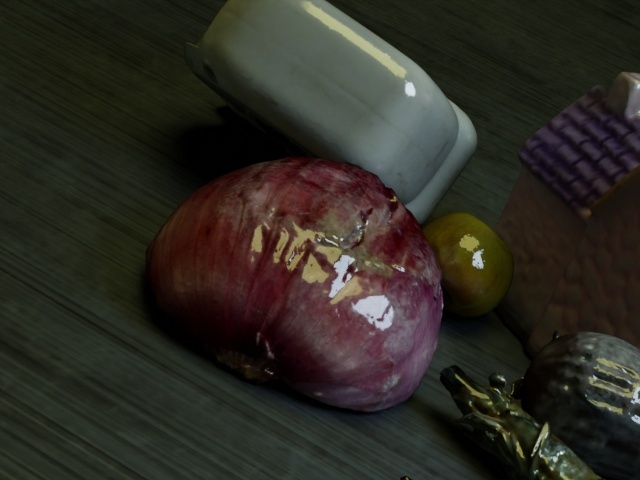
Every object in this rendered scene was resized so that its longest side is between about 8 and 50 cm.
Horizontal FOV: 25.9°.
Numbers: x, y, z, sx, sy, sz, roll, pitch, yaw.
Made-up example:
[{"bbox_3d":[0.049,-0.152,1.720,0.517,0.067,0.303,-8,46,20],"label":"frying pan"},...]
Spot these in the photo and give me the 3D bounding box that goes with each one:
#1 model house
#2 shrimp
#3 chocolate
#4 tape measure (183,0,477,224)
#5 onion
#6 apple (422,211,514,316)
[{"bbox_3d":[0.287,-0.001,1.154,0.202,0.237,0.237,5,31,-28],"label":"model house"},{"bbox_3d":[0.122,0.164,0.929,0.150,0.051,0.217,-7,42,-34],"label":"shrimp"},{"bbox_3d":[0.258,0.145,1.002,0.248,0.110,0.110,27,26,6],"label":"chocolate"},{"bbox_3d":[-0.002,-0.128,1.235,0.258,0.130,0.265,37,2,23],"label":"tape measure"},{"bbox_3d":[0.000,0.000,1.062,0.227,0.120,0.283,27,26,-2],"label":"onion"},{"bbox_3d":[0.118,0.019,1.150,0.089,0.074,0.089,42,-2,2],"label":"apple"}]
